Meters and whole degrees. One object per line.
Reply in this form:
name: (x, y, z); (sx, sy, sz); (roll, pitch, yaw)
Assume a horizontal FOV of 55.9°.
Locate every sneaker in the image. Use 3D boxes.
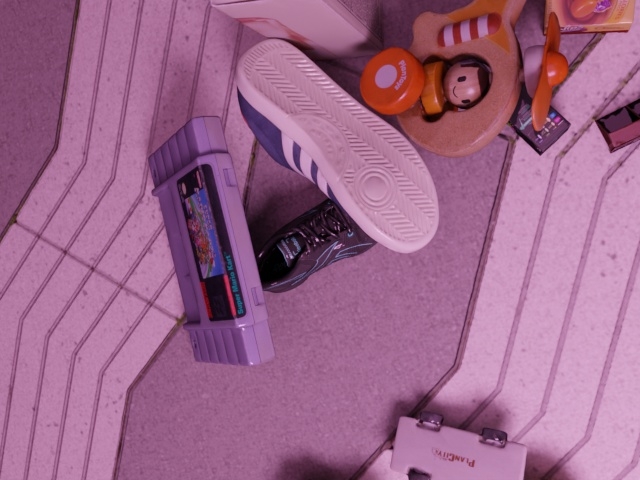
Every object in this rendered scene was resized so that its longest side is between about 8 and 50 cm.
sneaker: (0.000, 0.000, 0.901); (0.267, 0.106, 0.101); (-38, 80, 15)
sneaker: (0.018, -0.117, 0.843); (0.131, 0.148, 0.350); (-40, 86, -19)

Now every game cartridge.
game cartridge: (-0.175, 0.012, 0.919); (0.230, 0.068, 0.354); (-16, 87, 62)

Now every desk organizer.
desk organizer: (0.430, -0.167, 0.778); (0.130, 0.047, 0.050); (-27, 83, 18)

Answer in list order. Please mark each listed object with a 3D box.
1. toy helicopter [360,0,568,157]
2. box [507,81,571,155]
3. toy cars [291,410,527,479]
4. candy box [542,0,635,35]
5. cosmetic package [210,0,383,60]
toy helicopter: (0.227, -0.270, 0.762); (0.235, 0.140, 0.354); (30, 97, 37)
box: (0.288, -0.163, 0.816); (0.083, 0.062, 0.052); (46, 104, 10)
toy cars: (0.120, 0.371, 0.889); (0.394, 0.087, 0.176); (-34, 56, 13)
candy box: (0.354, -0.369, 0.788); (0.109, 0.053, 0.186); (4, 96, 19)
cosmetic package: (-0.018, -0.340, 0.783); (0.129, 0.296, 0.153); (-1, 92, 20)
